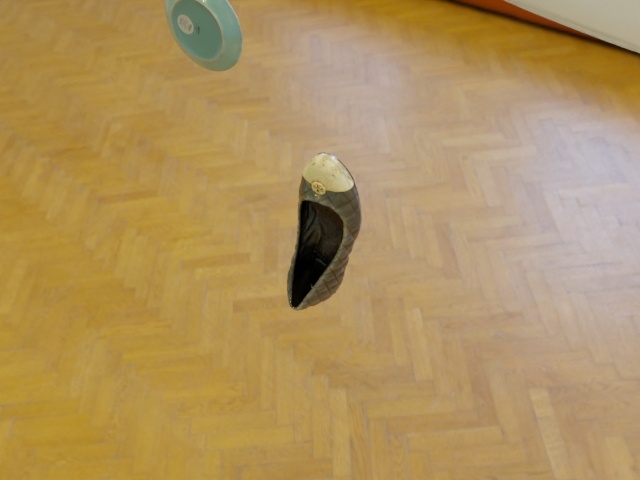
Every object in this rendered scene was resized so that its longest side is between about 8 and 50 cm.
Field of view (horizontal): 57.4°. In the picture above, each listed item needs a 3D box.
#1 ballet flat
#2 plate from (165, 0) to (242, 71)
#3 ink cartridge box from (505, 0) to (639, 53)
[{"bbox_3d":[0.000,0.000,0.508,0.058,0.173,0.049,28,49,22],"label":"ballet flat"},{"bbox_3d":[-0.234,-0.413,1.136,0.188,0.188,0.024,19,49,24],"label":"plate"},{"bbox_3d":[0.315,-0.333,0.530,0.197,0.198,0.270,30,53,17],"label":"ink cartridge box"}]
